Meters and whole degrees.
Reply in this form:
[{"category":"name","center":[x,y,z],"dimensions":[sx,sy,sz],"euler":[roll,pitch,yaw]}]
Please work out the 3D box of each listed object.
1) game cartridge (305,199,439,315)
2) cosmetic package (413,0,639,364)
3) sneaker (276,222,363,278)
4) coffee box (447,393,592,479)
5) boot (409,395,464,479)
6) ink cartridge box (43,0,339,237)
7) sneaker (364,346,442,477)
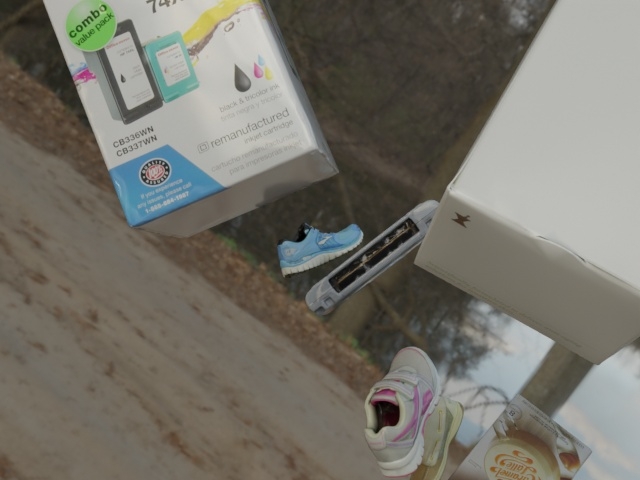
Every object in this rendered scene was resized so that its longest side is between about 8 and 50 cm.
[{"category":"game cartridge","center":[0.105,0.033,1.717],"dimensions":[0.062,0.297,0.198],"euler":[52,2,2]},{"category":"cosmetic package","center":[0.256,-0.102,0.814],"dimensions":[0.197,0.365,0.155],"euler":[31,-23,7]},{"category":"sneaker","center":[0.000,0.000,1.440],"dimensions":[0.162,0.063,0.073],"euler":[-23,89,-37]},{"category":"coffee box","center":[0.268,0.361,1.338],"dimensions":[0.141,0.098,0.246],"euler":[37,49,17]},{"category":"boot","center":[0.182,0.399,1.856],"dimensions":[0.165,0.213,0.077],"euler":[26,-9,-21]},{"category":"ink cartridge box","center":[-0.129,-0.166,0.954],"dimensions":[0.197,0.198,0.270],"euler":[22,45,-82]},{"category":"sneaker","center":[0.140,0.280,1.613],"dimensions":[0.111,0.103,0.252],"euler":[57,34,-36]}]
